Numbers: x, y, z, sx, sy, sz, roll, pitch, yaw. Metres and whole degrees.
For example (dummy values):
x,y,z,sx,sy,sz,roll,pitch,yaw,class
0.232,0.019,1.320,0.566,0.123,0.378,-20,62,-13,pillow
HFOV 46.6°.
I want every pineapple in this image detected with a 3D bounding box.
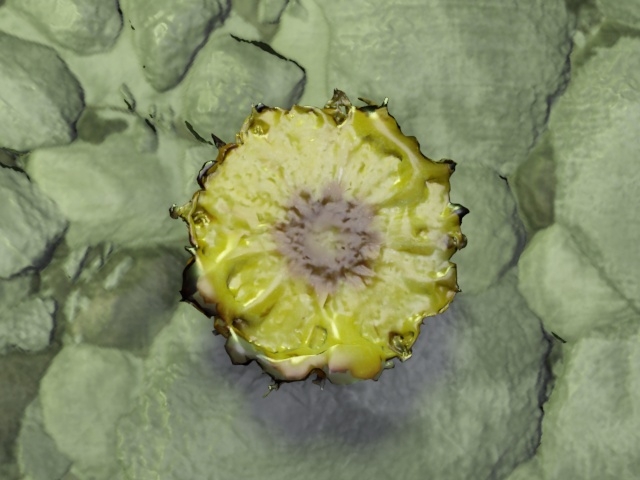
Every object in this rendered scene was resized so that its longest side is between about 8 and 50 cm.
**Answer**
x,y,z,sx,sy,sz,roll,pitch,yaw,class
0.000,0.000,0.535,0.224,0.076,0.225,0,89,-4,pineapple
